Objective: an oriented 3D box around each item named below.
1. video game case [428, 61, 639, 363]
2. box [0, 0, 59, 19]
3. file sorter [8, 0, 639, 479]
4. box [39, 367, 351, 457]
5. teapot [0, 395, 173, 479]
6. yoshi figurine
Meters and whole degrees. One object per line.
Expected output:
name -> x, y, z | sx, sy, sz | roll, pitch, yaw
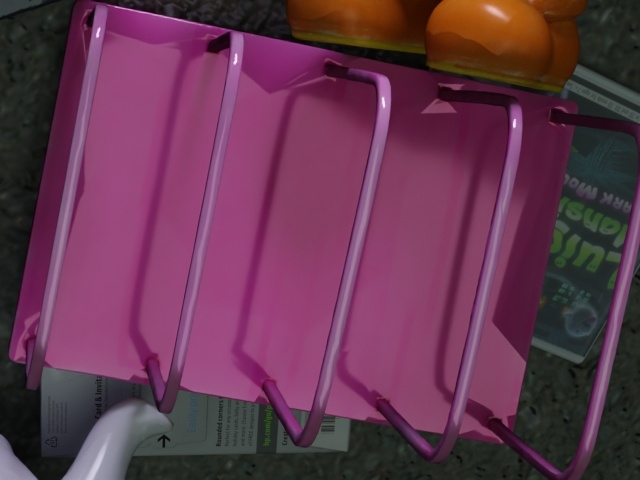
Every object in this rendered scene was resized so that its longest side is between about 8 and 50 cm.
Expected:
video game case -> 0.126, -0.028, 1.059 | 0.190, 0.022, 0.173 | 22, 105, -24
box -> -0.195, -0.188, 0.852 | 0.156, 0.093, 0.158 | -19, 117, -7
file sorter -> 0.000, 0.000, 0.891 | 0.290, 0.182, 0.202 | 11, 93, -10
box -> -0.072, 0.057, 1.017 | 0.186, 0.038, 0.145 | -1, 113, -10
teapot -> -0.252, 0.165, 0.943 | 0.252, 0.187, 0.256 | -25, 149, 38
yoshi figurine -> 0.075, -0.265, 0.845 | 0.203, 0.203, 0.362 | 12, 97, -5
